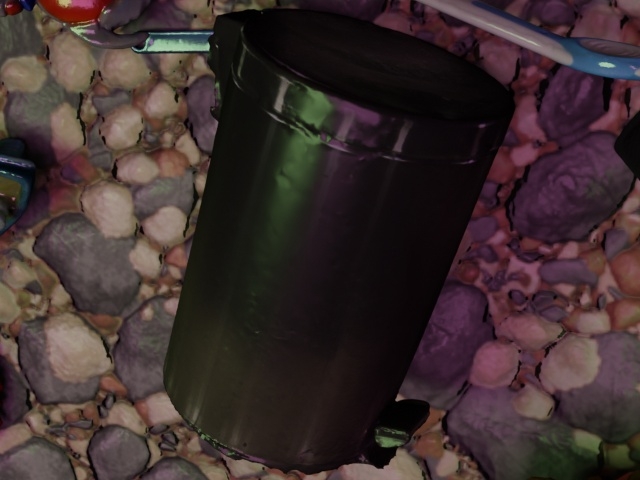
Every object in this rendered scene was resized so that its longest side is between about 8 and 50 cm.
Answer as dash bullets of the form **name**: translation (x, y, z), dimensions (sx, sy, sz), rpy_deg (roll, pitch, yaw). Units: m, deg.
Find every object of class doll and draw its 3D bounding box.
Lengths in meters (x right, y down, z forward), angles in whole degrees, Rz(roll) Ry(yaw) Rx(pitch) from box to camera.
- **doll**: translation (-0.200, -0.209, 0.813), dimensions (0.195, 0.104, 0.062), rpy_deg (5, 154, -4)

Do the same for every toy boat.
- **toy boat**: translation (-0.348, -0.014, 0.913), dimensions (0.238, 0.098, 0.109), rpy_deg (-28, 128, 17)

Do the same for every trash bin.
- **trash bin**: translation (0.000, 0.000, 0.785), dimensions (0.252, 0.203, 0.301), rpy_deg (27, 118, 19)

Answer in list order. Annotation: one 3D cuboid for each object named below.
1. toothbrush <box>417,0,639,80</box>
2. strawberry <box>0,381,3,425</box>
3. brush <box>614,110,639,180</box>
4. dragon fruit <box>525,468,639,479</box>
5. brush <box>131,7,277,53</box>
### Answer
- **toothbrush**: translation (0.189, -0.129, 0.693), dimensions (0.386, 0.040, 0.040), rpy_deg (31, 119, 26)
- **strawberry**: translation (-0.445, 0.150, 0.980), dimensions (0.234, 0.178, 0.233), rpy_deg (3, 106, 11)
- **brush**: translation (0.277, -0.030, 0.725), dimensions (0.016, 0.193, 0.063), rpy_deg (13, 126, -40)
- **dragon fruit**: translation (0.250, 0.300, 0.816), dimensions (0.263, 0.296, 0.314), rpy_deg (41, 92, 13)
- **brush**: translation (-0.081, -0.163, 0.840), dimensions (0.164, 0.014, 0.051), rpy_deg (2, 111, 15)
